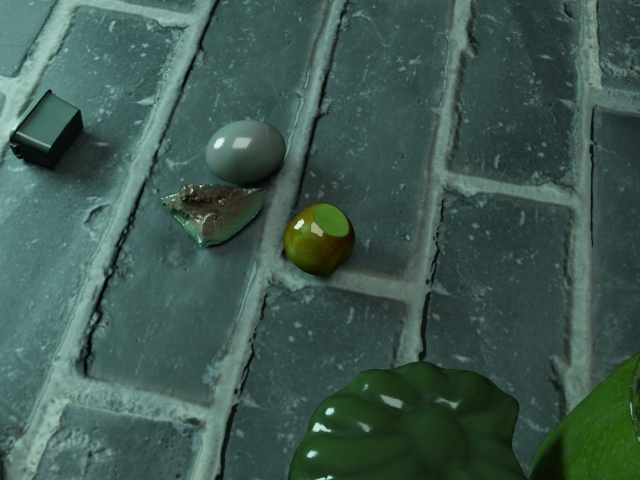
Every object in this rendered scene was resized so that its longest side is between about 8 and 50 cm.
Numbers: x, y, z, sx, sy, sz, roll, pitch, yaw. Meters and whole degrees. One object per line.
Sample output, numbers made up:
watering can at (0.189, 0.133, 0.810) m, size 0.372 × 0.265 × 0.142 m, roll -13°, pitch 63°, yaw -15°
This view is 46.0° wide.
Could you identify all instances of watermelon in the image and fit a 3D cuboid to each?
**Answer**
watermelon at (-0.162, -0.048, 1.208) m, size 0.155 × 0.080 × 0.101 m, roll -10°, pitch 69°, yaw -26°

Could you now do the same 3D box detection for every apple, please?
apple at (0.000, 0.000, 1.168) m, size 0.102 × 0.099 × 0.114 m, roll 48°, pitch 42°, yaw 12°

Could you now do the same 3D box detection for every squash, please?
squash at (0.415, 0.267, 0.871) m, size 0.263 × 0.384 × 0.263 m, roll 2°, pitch 58°, yaw -3°

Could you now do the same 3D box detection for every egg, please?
egg at (-0.123, -0.146, 1.241) m, size 0.135 × 0.103 × 0.103 m, roll -16°, pitch 62°, yaw -13°

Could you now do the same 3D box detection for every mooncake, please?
mooncake at (0.117, 0.313, 0.884) m, size 0.352 × 0.187 × 0.351 m, roll 2°, pitch 49°, yaw -2°

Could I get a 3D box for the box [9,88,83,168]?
box at (-0.454, -0.183, 1.261) m, size 0.069 × 0.084 × 0.122 m, roll 25°, pitch 63°, yaw 3°
